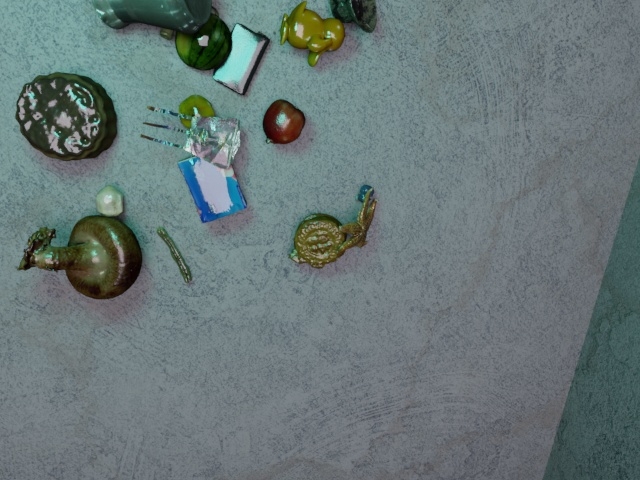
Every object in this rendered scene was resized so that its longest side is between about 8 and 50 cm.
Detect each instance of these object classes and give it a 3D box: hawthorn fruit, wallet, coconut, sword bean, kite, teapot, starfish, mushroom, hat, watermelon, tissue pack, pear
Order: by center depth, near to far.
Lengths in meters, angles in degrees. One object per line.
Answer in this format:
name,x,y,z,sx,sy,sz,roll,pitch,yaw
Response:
teapot,-0.565,-0.851,1.561,0.343,0.253,0.300,4,64,14
watermelon,-0.439,-0.751,1.703,0.204,0.127,0.232,38,100,-5
kite,-0.481,-0.406,1.742,0.360,0.022,0.204,14,92,-21
hat,0.109,-0.902,1.747,0.128,0.265,0.266,-3,113,31
mushroom,-0.883,0.056,1.781,0.334,0.356,0.331,30,85,12
wallet,-0.310,-0.708,1.788,0.149,0.044,0.250,25,101,-11
pear,-0.482,-0.495,1.794,0.141,0.104,0.141,-4,108,-13
coconut,-0.836,-0.160,1.834,0.110,0.110,0.125,3,111,-11
hawthorn fruit,-0.155,-0.461,1.836,0.169,0.169,0.188,39,100,-19
tissue pack,-0.437,-0.226,1.866,0.209,0.137,0.270,-18,110,-3
sword bean,-0.625,0.061,1.978,0.043,0.038,0.269,-34,112,-25
starfish,0.165,-0.055,1.982,0.302,0.060,0.299,-37,142,-43

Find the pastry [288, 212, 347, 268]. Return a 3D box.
pastry,0.000,0.000,2.032,0.240,0.132,0.235,18,112,-8

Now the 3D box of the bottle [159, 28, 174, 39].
bottle,-0.555,-0.799,1.704,0.063,0.047,0.101,20,87,12

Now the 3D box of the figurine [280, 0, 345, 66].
figurine,-0.032,-0.784,1.741,0.228,0.215,0.215,29,101,-31

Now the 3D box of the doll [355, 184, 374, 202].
doll,0.204,-0.203,2.037,0.076,0.050,0.083,19,101,-20

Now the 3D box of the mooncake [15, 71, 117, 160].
mooncake,-0.924,-0.449,1.684,0.323,0.187,0.324,-2,105,-9
